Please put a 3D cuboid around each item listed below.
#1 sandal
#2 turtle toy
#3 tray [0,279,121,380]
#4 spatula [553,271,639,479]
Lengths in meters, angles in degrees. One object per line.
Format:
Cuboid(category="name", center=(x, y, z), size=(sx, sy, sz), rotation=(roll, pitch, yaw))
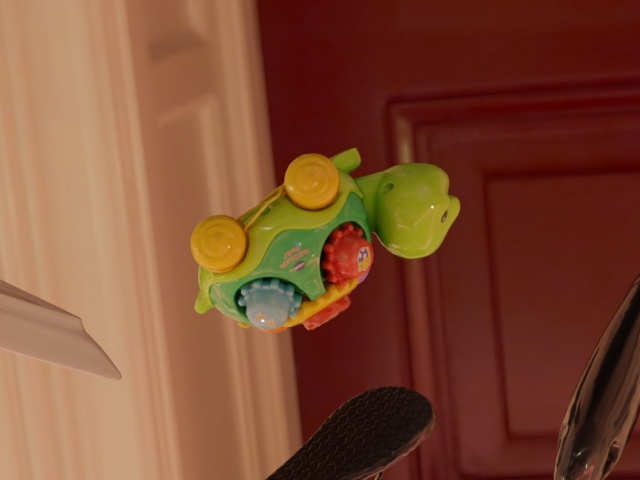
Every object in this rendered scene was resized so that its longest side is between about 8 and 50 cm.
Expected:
Cuboid(category="sandal", center=(0.010, 0.169, 1.117), size=(0.179, 0.040, 0.067), rotation=(-38, -140, 10))
Cuboid(category="turtle toy", center=(0.000, 0.000, 0.707), size=(0.130, 0.066, 0.095), rotation=(-33, 176, -1))
Cuboid(category="tray", center=(-0.251, 0.021, 0.970), size=(0.270, 0.030, 0.145), rotation=(20, 177, 41))
Cuboid(category="spatula", center=(0.137, 0.012, 0.567), size=(0.030, 0.084, 0.296), rotation=(21, -147, 21))
